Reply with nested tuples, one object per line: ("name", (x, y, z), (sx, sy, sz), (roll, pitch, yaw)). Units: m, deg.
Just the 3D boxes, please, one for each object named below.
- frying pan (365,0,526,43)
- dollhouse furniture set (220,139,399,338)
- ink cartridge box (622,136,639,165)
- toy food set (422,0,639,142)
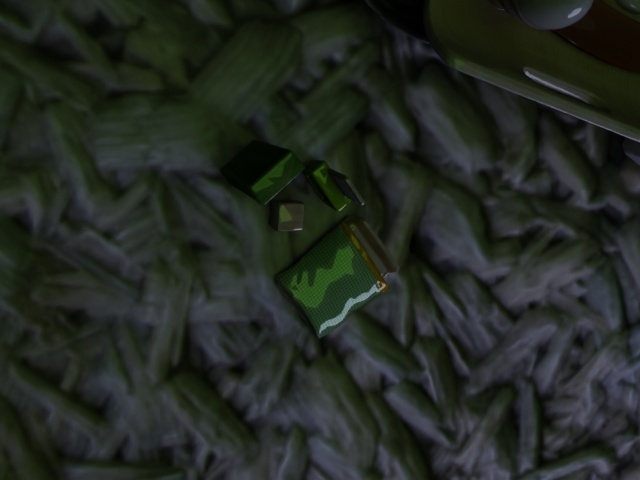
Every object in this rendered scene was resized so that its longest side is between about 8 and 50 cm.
("frying pan", (0.039, -0.249, 0.857), (0.326, 0.053, 0.197), (23, 93, -28))
("dollhouse furniture set", (0.000, 0.000, 0.899), (0.076, 0.058, 0.151), (-41, 117, -11))
("ink cartridge box", (0.355, -0.092, 0.950), (0.100, 0.237, 0.172), (32, 88, -32))
("toy food set", (0.218, -0.224, 0.869), (0.220, 0.092, 0.306), (16, 103, -29))
